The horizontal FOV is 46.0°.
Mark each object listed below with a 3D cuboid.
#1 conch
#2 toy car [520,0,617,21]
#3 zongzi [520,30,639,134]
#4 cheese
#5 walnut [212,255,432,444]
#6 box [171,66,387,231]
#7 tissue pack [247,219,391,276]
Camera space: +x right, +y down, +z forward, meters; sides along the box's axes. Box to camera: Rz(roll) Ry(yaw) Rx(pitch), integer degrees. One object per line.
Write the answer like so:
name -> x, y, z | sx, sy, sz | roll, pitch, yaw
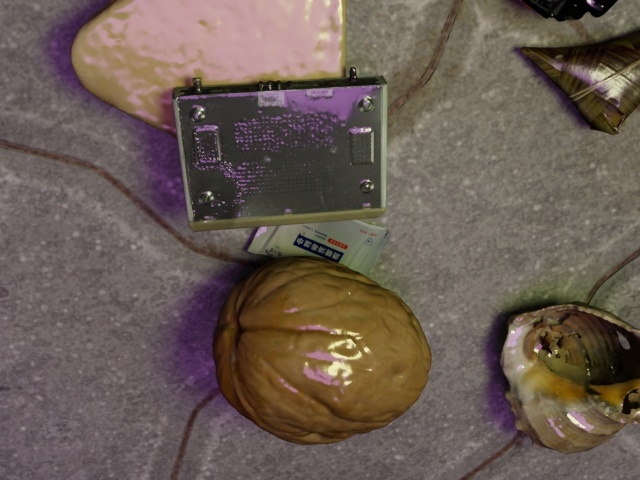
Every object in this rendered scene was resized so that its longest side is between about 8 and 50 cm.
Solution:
conch -> 0.427, 0.201, 1.216 | 0.324, 0.186, 0.263 | -26, 104, 33
toy car -> 0.341, -0.414, 0.928 | 0.193, 0.118, 0.301 | 35, 134, -2
zongzi -> 0.407, -0.273, 1.061 | 0.184, 0.084, 0.187 | 41, 97, -11
cheese -> -0.085, -0.278, 0.977 | 0.384, 0.104, 0.383 | -3, 114, -6
walnut -> 0.002, 0.163, 1.102 | 0.313, 0.252, 0.277 | 24, 128, -36
box -> -0.047, -0.115, 0.976 | 0.270, 0.045, 0.210 | -3, 118, -5
tissue pack -> 0.000, 0.000, 1.157 | 0.193, 0.026, 0.122 | 23, 110, -16
